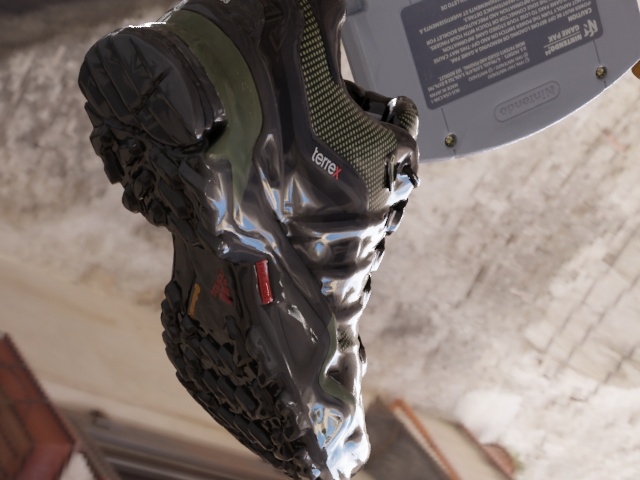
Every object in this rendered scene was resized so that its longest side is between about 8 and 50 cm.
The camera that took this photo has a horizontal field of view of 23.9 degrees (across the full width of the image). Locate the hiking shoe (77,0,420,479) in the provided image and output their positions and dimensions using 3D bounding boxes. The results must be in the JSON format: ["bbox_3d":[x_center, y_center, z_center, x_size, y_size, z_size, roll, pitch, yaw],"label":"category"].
[{"bbox_3d":[0.000,0.000,0.543,0.114,0.226,0.086,-38,-131,-24],"label":"hiking shoe"}]

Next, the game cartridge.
[{"bbox_3d":[0.162,-0.191,1.405,0.297,0.198,0.062,-24,-157,-20],"label":"game cartridge"}]

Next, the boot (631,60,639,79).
[{"bbox_3d":[0.360,-0.224,1.461,0.211,0.295,0.104,-49,-130,46],"label":"boot"}]
